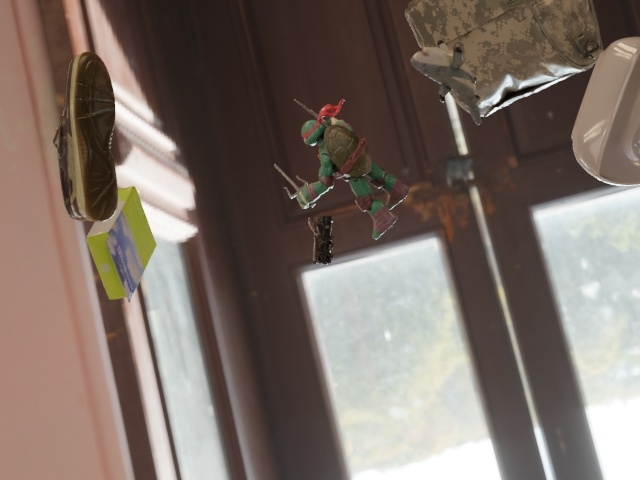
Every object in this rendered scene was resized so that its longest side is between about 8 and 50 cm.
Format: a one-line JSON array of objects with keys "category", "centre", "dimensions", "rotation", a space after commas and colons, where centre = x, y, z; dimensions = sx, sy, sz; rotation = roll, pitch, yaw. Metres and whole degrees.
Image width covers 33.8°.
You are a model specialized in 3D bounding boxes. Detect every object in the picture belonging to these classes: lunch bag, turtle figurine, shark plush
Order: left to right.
[{"category": "turtle figurine", "centre": [0.030, -0.118, 1.647], "dimensions": [0.175, 0.234, 0.118], "rotation": [-55, -167, -26]}, {"category": "shark plush", "centre": [0.207, -0.250, 1.670], "dimensions": [0.067, 0.073, 0.161], "rotation": [-42, 130, -1]}, {"category": "lunch bag", "centre": [0.333, -0.377, 1.885], "dimensions": [0.212, 0.256, 0.305], "rotation": [-29, -174, -37]}]

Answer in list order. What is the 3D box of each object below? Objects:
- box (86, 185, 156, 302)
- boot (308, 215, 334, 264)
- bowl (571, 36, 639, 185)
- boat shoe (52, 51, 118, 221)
[{"category": "box", "centre": [-0.294, 0.006, 1.557], "dimensions": [0.042, 0.109, 0.178], "rotation": [-11, -153, 11]}, {"category": "boot", "centre": [0.000, 0.000, 2.182], "dimensions": [0.045, 0.099, 0.121], "rotation": [2, 179, -12]}, {"category": "bowl", "centre": [0.296, -0.127, 1.008], "dimensions": [0.142, 0.142, 0.053], "rotation": [-1, -158, -46]}, {"category": "boat shoe", "centre": [-0.318, -0.134, 1.388], "dimensions": [0.073, 0.224, 0.080], "rotation": [-4, 180, 31]}]
